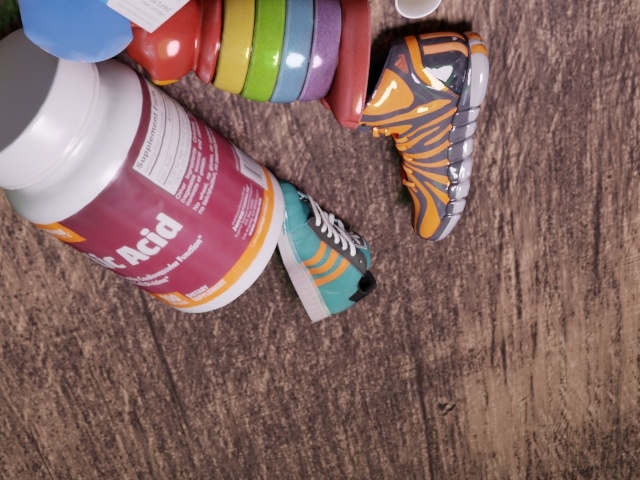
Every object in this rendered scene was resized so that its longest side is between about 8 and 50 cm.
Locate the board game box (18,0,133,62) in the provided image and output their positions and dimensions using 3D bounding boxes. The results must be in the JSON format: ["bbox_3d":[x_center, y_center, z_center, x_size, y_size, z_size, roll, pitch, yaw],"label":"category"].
[{"bbox_3d":[-0.290,-0.276,1.699,0.133,0.168,0.033,-6,167,-34],"label":"board game box"}]

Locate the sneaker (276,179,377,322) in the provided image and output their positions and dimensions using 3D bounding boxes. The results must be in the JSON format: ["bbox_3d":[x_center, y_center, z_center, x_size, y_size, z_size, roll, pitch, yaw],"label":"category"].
[{"bbox_3d":[0.000,0.000,2.110,0.121,0.108,0.302,-23,145,1],"label":"sneaker"}]

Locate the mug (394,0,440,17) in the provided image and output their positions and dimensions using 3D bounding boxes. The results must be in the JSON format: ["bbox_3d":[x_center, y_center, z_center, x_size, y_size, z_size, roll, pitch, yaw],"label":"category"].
[{"bbox_3d":[0.117,-0.326,1.852,0.062,0.064,0.078,8,129,-26],"label":"mug"}]

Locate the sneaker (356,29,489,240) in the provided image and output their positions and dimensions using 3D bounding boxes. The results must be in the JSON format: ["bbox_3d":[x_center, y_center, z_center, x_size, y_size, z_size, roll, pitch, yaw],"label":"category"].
[{"bbox_3d":[0.110,-0.141,2.011,0.180,0.124,0.321,-3,123,-13],"label":"sneaker"}]

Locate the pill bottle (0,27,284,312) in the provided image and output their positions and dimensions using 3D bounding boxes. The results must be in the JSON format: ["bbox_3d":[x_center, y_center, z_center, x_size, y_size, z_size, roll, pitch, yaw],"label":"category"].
[{"bbox_3d":[-0.246,-0.084,1.839,0.224,0.224,0.392,-38,134,18],"label":"pill bottle"}]

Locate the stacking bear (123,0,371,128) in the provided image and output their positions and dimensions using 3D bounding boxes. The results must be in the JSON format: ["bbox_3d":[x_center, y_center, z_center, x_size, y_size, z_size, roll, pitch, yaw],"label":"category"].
[{"bbox_3d":[-0.097,-0.240,1.797,0.289,0.175,0.164,5,105,-12],"label":"stacking bear"}]

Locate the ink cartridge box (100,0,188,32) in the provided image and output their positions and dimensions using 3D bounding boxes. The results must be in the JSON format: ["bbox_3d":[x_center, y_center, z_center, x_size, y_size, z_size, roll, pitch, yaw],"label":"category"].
[{"bbox_3d":[-0.173,-0.379,1.592,0.233,0.168,0.171,-38,148,17],"label":"ink cartridge box"}]
